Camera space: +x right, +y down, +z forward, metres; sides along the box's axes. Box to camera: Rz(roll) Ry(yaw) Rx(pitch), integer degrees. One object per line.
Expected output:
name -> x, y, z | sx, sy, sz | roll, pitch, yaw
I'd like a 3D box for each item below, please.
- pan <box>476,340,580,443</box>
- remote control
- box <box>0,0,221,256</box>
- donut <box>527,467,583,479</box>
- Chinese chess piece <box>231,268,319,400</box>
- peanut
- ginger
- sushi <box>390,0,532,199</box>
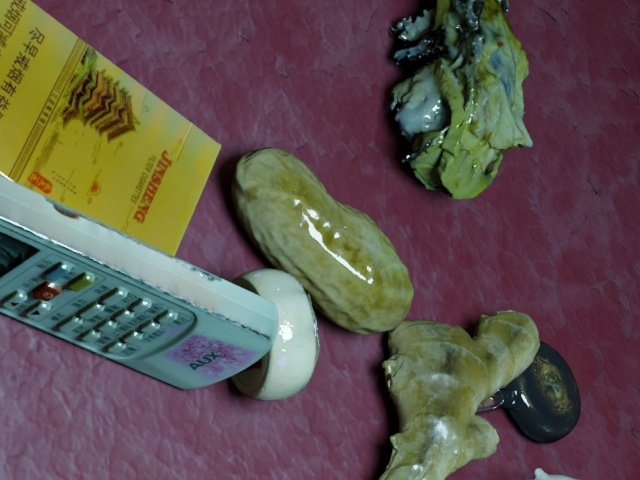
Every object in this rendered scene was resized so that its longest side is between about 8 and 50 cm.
pan -> 0.196, 0.159, 1.953 | 0.212, 0.040, 0.114 | -5, 71, -42
remote control -> -0.203, 0.036, 1.595 | 0.344, 0.145, 0.050 | 26, 53, -29
box -> -0.235, -0.086, 1.664 | 0.274, 0.076, 0.174 | 37, 54, -23
donut -> 0.223, 0.416, 1.800 | 0.383, 0.142, 0.382 | 17, 61, -34
Chinese chess piece -> -0.049, 0.086, 1.719 | 0.051, 0.122, 0.122 | -6, 76, -26
peanut -> 0.000, 0.000, 1.818 | 0.226, 0.095, 0.108 | 43, 35, -14
ginger -> 0.112, 0.169, 1.845 | 0.148, 0.081, 0.333 | 38, 52, -13
sushi -> 0.151, -0.172, 2.002 | 0.139, 0.131, 0.291 | 46, 38, -47
